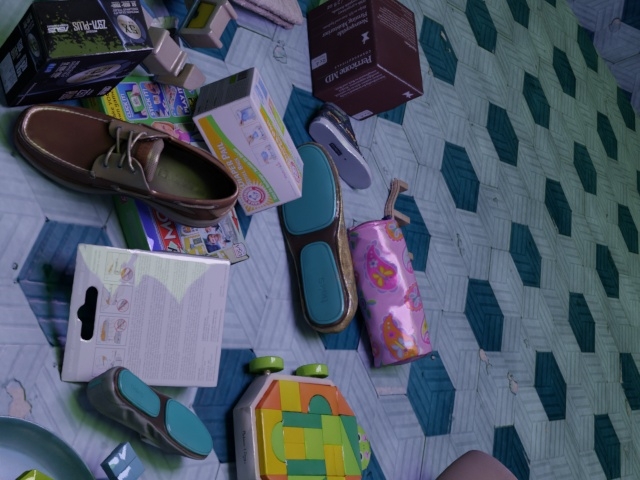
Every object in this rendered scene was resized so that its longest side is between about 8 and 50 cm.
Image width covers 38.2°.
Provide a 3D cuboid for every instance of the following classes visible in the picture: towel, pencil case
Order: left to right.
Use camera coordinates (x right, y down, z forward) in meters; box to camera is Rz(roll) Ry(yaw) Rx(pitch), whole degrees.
[{"bbox_3d":[-0.118,-0.509,1.731,0.282,0.049,0.187,-5,77,-68],"label":"towel"},{"bbox_3d":[0.124,0.097,1.767,0.124,0.124,0.284,-9,81,-55],"label":"pencil case"}]

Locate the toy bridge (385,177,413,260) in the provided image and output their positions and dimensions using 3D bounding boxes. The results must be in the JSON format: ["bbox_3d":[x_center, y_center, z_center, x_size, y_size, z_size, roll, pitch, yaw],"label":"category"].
[{"bbox_3d":[0.164,-0.049,1.964,0.063,0.026,0.188,24,56,-45],"label":"toy bridge"}]

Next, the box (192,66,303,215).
[{"bbox_3d":[-0.114,-0.160,1.520,0.114,0.103,0.203,-89,156,-55],"label":"box"}]

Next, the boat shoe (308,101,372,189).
[{"bbox_3d":[0.053,-0.192,1.847,0.183,0.065,0.083,51,41,-25],"label":"boat shoe"}]

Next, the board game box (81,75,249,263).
[{"bbox_3d":[-0.237,-0.099,1.431,0.213,0.046,0.317,-17,88,-56],"label":"board game box"}]

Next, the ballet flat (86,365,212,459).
[{"bbox_3d":[-0.234,0.241,1.260,0.213,0.068,0.072,48,29,-37],"label":"ballet flat"}]

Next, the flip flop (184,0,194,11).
[{"bbox_3d":[-0.229,-0.482,1.581,0.112,0.080,0.277,71,12,-51],"label":"flip flop"}]

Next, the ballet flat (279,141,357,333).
[{"bbox_3d":[0.000,0.000,1.662,0.123,0.123,0.349,11,65,-51],"label":"ballet flat"}]

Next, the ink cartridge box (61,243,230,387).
[{"bbox_3d":[-0.244,0.105,1.290,0.232,0.066,0.189,8,87,-30],"label":"ink cartridge box"}]

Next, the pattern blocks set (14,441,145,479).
[{"bbox_3d":[-0.286,0.398,1.073,0.325,0.026,0.285,-29,99,-55],"label":"pattern blocks set"}]

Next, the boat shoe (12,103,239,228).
[{"bbox_3d":[-0.257,-0.116,1.281,0.324,0.116,0.123,18,72,-24],"label":"boat shoe"}]

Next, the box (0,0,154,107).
[{"bbox_3d":[-0.330,-0.248,1.226,0.147,0.180,0.078,-15,86,-37],"label":"box"}]

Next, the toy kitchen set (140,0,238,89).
[{"bbox_3d":[-0.246,-0.346,1.388,0.166,0.122,0.207,-65,150,-14],"label":"toy kitchen set"}]

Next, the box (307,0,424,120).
[{"bbox_3d":[0.092,-0.386,1.901,0.167,0.168,0.203,21,58,-48],"label":"box"}]

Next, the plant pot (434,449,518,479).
[{"bbox_3d":[0.263,0.547,1.652,0.191,0.284,0.284,-24,95,-19],"label":"plant pot"}]

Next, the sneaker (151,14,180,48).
[{"bbox_3d":[-0.276,-0.311,1.466,0.166,0.065,0.076,-27,104,-51],"label":"sneaker"}]

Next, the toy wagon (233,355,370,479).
[{"bbox_3d":[-0.010,0.333,1.514,0.344,0.068,0.267,17,62,-49],"label":"toy wagon"}]

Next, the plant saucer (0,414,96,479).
[{"bbox_3d":[-0.371,0.359,1.038,0.317,0.043,0.318,29,52,-44],"label":"plant saucer"}]
